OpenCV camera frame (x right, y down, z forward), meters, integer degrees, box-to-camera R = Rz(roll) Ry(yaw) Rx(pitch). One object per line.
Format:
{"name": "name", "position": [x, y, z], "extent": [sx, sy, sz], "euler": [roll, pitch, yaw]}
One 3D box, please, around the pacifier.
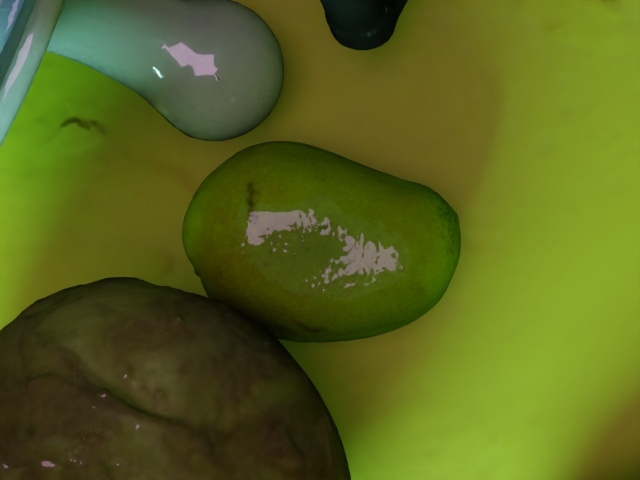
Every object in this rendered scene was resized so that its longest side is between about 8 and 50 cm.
{"name": "pacifier", "position": [-0.132, -0.126, 0.620], "extent": [0.233, 0.244, 0.300], "euler": [22, 71, -21]}

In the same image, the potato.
{"name": "potato", "position": [-0.086, 0.169, 0.581], "extent": [0.237, 0.301, 0.289], "euler": [-37, 117, -7]}

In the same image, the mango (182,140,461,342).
{"name": "mango", "position": [-0.003, 0.006, 0.630], "extent": [0.163, 0.089, 0.117], "euler": [20, 92, 8]}

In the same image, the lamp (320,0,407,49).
{"name": "lamp", "position": [0.165, -0.271, 0.530], "extent": [0.272, 0.205, 0.374], "euler": [15, 84, 13]}
